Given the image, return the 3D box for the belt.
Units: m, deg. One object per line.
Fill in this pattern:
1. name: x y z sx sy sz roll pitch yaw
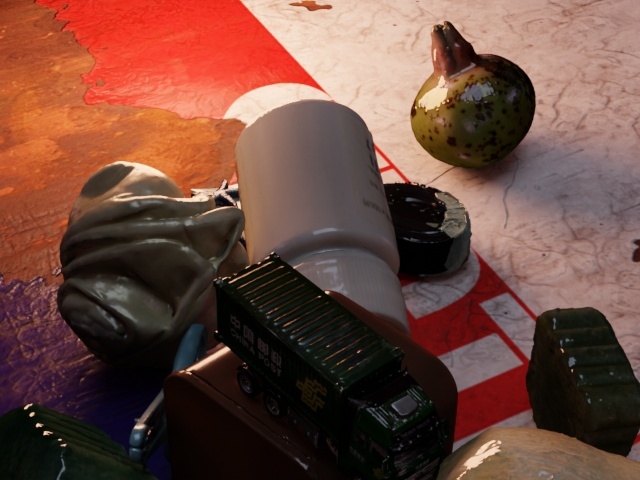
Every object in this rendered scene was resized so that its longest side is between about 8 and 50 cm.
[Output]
1. belt: 0.141 -0.019 1.870 0.198 0.078 0.151 21 43 29

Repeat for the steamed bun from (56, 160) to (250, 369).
1. steamed bun: -0.249 0.053 1.644 0.268 0.280 0.207 17 42 18

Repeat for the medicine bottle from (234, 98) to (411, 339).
1. medicine bottle: 0.000 0.000 1.714 0.211 0.211 0.371 -6 55 -6

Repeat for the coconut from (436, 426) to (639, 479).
1. coconut: 0.216 0.366 1.238 0.360 0.346 0.346 11 43 0

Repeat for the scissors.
1. scissors: -0.179 0.204 1.446 0.032 0.180 0.393 7 5 3

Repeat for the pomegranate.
1. pomegranate: 0.237 -0.245 2.001 0.214 0.248 0.214 -24 19 9

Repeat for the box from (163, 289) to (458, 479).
1. box: -0.005 0.258 1.374 0.239 0.339 0.229 33 49 32

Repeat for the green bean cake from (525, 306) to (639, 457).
1. green bean cake: 0.329 0.201 1.544 0.094 0.185 0.183 -5 43 -13

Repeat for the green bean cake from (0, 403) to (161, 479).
1. green bean cake: -0.315 0.353 1.350 0.169 0.300 0.308 27 -7 -23

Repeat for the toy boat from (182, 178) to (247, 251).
1. toy boat: -0.151 -0.053 1.928 0.210 0.070 0.291 15 41 11

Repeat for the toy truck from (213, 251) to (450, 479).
1. toy truck: 0.007 0.134 1.168 0.088 0.121 0.259 -27 48 -33
